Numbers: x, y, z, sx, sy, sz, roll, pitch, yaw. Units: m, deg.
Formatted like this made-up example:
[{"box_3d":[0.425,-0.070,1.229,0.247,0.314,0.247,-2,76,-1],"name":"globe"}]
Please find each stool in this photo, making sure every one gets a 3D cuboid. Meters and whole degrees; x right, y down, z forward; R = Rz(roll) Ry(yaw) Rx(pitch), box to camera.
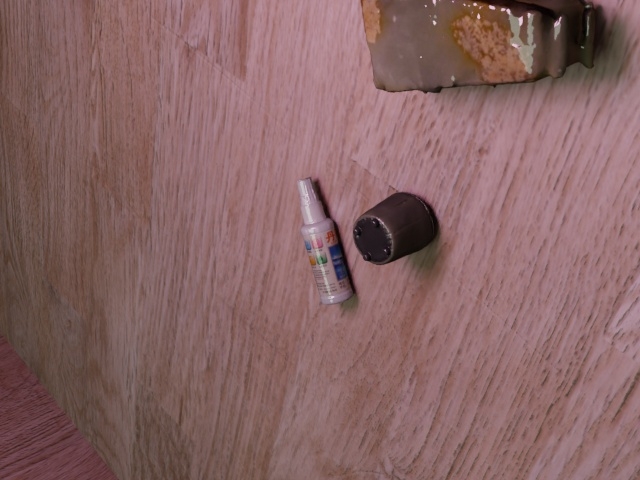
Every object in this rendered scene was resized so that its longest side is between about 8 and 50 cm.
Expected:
[{"box_3d":[0.106,-0.016,1.226,0.096,0.110,0.096,21,123,37],"name":"stool"}]

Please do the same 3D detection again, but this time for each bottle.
[{"box_3d":[0.000,0.000,1.397,0.060,0.060,0.217,-4,106,50],"name":"bottle"}]

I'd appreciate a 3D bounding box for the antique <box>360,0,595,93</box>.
[{"box_3d":[0.190,-0.250,1.002,0.284,0.125,0.150,16,121,44],"name":"antique"}]
